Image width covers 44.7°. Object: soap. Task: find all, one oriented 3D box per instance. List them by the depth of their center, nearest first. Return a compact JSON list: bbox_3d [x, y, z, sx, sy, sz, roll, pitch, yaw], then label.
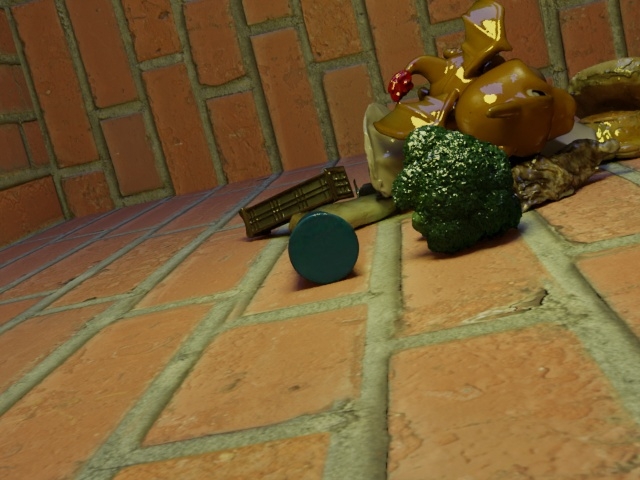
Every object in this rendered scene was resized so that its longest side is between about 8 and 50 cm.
[{"bbox_3d":[0.600,-0.251,1.927,0.183,0.063,0.121,19,45,-14],"label":"soap"}]

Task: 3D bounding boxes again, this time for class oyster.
[{"bbox_3d":[0.488,-0.149,1.788,0.396,0.110,0.204,-23,11,-27],"label":"oyster"}]

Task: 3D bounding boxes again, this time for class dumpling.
[{"bbox_3d":[0.193,-0.233,1.978,0.164,0.204,0.293,9,37,17],"label":"dumpling"}]

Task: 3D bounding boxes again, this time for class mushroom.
[{"bbox_3d":[0.057,-0.058,1.916,0.312,0.081,0.100,-17,22,-40],"label":"mushroom"}]

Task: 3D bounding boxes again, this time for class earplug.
[{"bbox_3d":[0.000,0.000,1.570,0.133,0.132,0.273,-14,7,-1],"label":"earplug"}]

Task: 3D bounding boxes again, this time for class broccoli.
[{"bbox_3d":[0.247,-0.093,1.527,0.254,0.268,0.269,-12,10,-20],"label":"broccoli"}]

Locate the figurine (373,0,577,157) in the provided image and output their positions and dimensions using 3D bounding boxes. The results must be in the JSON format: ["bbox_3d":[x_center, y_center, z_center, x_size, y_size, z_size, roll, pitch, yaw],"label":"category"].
[{"bbox_3d":[0.358,-0.321,1.835,0.401,0.268,0.387,-43,45,-1],"label":"figurine"}]

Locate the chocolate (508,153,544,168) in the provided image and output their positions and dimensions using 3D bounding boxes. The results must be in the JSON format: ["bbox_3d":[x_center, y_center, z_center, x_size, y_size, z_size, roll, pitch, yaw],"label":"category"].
[{"bbox_3d":[0.503,-0.197,1.948,0.156,0.156,0.133,-12,26,10],"label":"chocolate"}]

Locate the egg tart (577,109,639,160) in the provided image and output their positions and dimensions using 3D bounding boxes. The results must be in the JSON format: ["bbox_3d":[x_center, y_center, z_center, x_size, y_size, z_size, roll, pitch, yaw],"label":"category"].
[{"bbox_3d":[0.781,-0.278,2.083,0.289,0.118,0.288,-9,13,2],"label":"egg tart"}]

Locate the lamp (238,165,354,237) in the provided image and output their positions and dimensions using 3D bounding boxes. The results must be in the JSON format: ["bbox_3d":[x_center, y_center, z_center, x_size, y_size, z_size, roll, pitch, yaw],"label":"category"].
[{"bbox_3d":[-0.067,-0.097,2.031,0.326,0.089,0.090,-21,-4,37],"label":"lamp"}]

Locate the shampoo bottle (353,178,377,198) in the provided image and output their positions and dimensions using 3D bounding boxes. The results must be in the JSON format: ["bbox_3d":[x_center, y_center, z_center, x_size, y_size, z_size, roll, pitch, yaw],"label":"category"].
[{"bbox_3d":[0.228,-0.150,2.110,0.284,0.101,0.101,-9,11,23],"label":"shampoo bottle"}]

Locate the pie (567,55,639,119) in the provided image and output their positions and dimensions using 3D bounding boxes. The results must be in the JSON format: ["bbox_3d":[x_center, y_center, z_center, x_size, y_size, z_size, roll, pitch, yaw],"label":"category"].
[{"bbox_3d":[0.846,-0.382,2.148,0.340,0.083,0.339,19,-18,7],"label":"pie"}]
